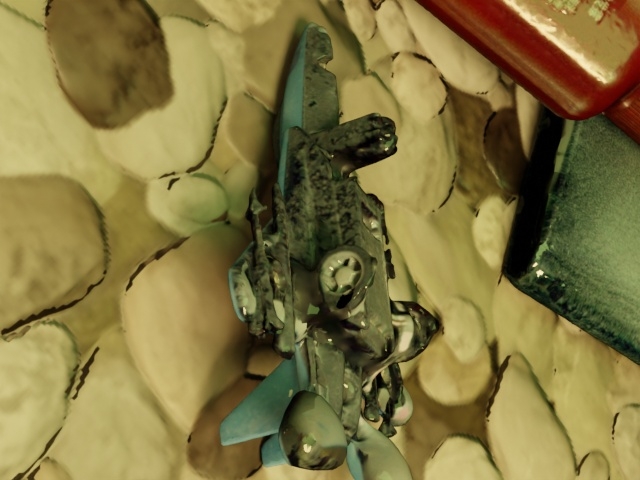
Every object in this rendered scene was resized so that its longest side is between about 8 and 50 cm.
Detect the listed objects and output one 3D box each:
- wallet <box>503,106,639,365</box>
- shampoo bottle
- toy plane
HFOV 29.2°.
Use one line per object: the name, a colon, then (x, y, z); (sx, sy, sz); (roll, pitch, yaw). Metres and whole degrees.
wallet: (0.273, 0.034, 0.782); (0.379, 0.046, 0.190); (33, 56, -24)
shampoo bottle: (0.098, -0.157, 0.659); (0.314, 0.076, 0.118); (36, 54, -12)
toy plane: (0.007, -0.002, 0.572); (0.169, 0.078, 0.246); (43, 46, -53)
